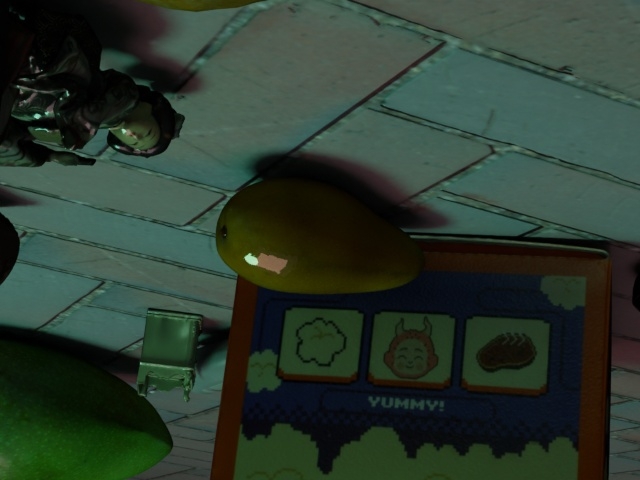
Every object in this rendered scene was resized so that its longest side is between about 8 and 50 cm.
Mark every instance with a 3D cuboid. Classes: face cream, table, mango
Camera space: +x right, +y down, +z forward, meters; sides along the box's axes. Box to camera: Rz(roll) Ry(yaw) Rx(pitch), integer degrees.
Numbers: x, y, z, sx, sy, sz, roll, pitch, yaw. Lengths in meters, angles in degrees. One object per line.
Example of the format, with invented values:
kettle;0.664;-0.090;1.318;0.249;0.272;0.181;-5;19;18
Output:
face cream;-0.088;0.135;1.462;0.084;0.057;0.198;-8;173;-31
table;-0.165;0.128;1.429;0.062;0.083;0.079;8;162;-3
mango;0.000;0.000;0.990;0.184;0.085;0.102;10;161;-44
mango;-0.367;0.227;1.622;0.381;0.201;0.225;12;152;-24

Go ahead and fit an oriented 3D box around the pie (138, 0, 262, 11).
pie;-0.068;-0.174;0.500;0.273;0.069;0.273;5;158;2

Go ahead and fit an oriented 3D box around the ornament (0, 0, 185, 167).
ornament;-0.158;-0.066;0.769;0.166;0.153;0.196;-8;167;39

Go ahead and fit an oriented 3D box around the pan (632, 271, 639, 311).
pan;0.337;0.063;1.120;0.114;0.040;0.212;-2;153;23

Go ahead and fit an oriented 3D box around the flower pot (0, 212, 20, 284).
flower pot;-0.318;-0.007;1.069;0.111;0.111;0.089;0;146;19

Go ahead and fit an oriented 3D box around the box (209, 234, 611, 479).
box;0.102;0.166;1.181;0.318;0.257;0.349;1;160;13
